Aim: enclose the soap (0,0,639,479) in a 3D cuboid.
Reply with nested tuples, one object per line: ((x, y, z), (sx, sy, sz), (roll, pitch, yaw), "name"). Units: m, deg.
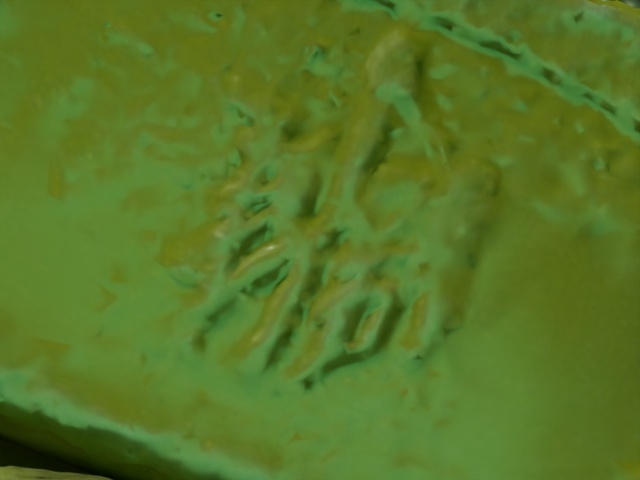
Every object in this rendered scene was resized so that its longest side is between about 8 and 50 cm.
((0.000, 0.000, 0.532), (0.315, 0.091, 0.199), (21, 71, 0), "soap")

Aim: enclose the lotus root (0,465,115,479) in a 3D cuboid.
((-0.056, 0.137, 0.460), (0.138, 0.138, 0.214), (-29, 91, -13), "lotus root")
